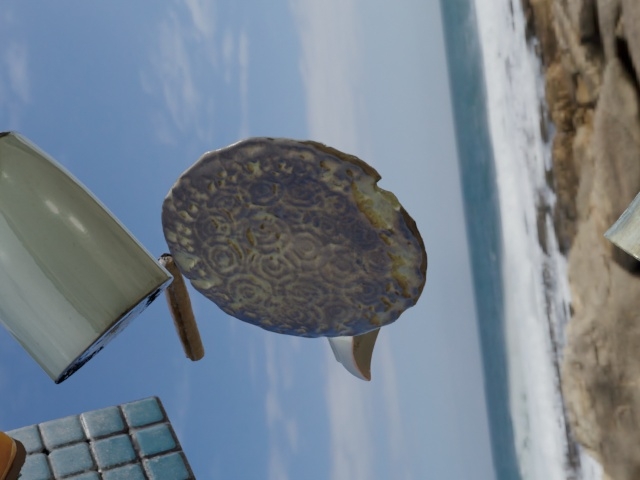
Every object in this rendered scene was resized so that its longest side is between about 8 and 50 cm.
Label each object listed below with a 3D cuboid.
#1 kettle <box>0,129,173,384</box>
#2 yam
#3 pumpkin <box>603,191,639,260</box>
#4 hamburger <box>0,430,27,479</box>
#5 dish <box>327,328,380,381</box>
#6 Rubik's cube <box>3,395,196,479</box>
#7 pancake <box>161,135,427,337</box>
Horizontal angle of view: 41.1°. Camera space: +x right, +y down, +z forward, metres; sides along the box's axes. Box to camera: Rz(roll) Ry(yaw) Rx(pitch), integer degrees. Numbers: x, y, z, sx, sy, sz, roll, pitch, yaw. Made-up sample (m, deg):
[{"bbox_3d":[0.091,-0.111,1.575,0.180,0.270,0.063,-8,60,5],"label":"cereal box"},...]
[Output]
[{"bbox_3d":[-0.298,0.014,0.909,0.236,0.161,0.221,46,164,-2],"label":"kettle"},{"bbox_3d":[-0.264,0.130,1.616,0.046,0.046,0.264,-86,-10,-48],"label":"yam"},{"bbox_3d":[0.664,0.013,1.403,0.199,0.332,0.332,-54,-2,11],"label":"pumpkin"},{"bbox_3d":[-0.459,0.276,1.066,0.087,0.165,0.137,-59,9,36],"label":"hamburger"},{"bbox_3d":[0.074,0.171,1.784,0.212,0.077,0.151,-70,-31,-42],"label":"dish"},{"bbox_3d":[-0.430,0.563,1.676,0.344,0.337,0.344,49,141,45],"label":"Rubik's cube"},{"bbox_3d":[-0.020,0.004,0.620,0.021,0.199,0.199,-72,-25,-49],"label":"pancake"}]
